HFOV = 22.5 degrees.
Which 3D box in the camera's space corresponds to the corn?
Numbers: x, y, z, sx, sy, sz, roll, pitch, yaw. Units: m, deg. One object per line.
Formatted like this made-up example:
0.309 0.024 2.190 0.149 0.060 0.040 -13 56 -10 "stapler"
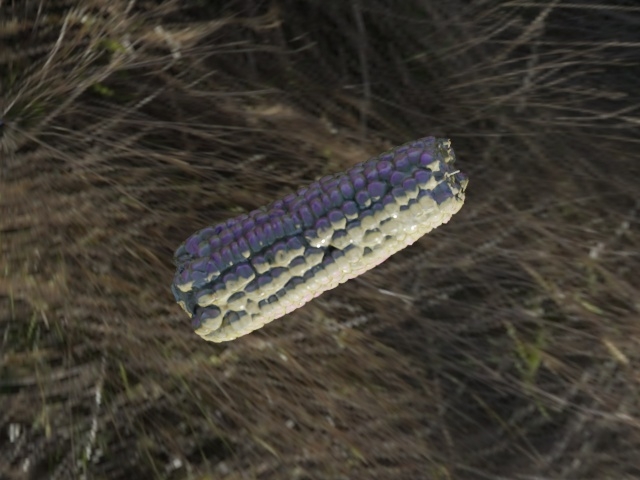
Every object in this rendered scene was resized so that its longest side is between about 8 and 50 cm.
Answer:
-0.001 -0.002 1.703 0.335 0.126 0.126 -24 99 8 "corn"
